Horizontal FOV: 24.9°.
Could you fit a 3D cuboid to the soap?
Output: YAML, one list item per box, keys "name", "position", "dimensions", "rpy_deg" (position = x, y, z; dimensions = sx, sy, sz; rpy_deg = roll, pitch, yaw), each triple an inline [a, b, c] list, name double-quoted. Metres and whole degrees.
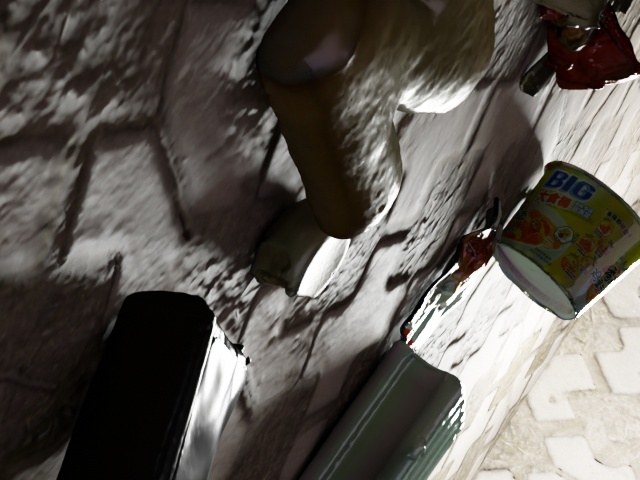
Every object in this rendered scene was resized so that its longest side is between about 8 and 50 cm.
- name: "soap"
  position: [0.047, 0.316, 1.834]
  dimensions: [0.347, 0.115, 0.208]
  rpy_deg: [-54, 162, -15]

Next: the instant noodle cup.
- name: "instant noodle cup"
  position: [0.347, 0.008, 2.054]
  dimensions: [0.153, 0.205, 0.205]
  rpy_deg: [-45, 162, -10]

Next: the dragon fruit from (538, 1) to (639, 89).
- name: "dragon fruit"
  position: [0.314, -0.242, 1.629]
  dimensions: [0.122, 0.092, 0.192]
  rpy_deg: [-62, 150, -8]

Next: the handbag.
- name: "handbag"
  position: [-0.129, 0.168, 1.068]
  dimensions: [0.223, 0.080, 0.246]
  rpy_deg: [77, 30, -73]

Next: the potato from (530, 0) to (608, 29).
- name: "potato"
  position: [0.209, -0.248, 1.292]
  dimensions: [0.061, 0.122, 0.086]
  rpy_deg: [-54, 166, -39]

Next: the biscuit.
- name: "biscuit"
  position: [0.054, -0.142, 1.083]
  dimensions: [0.237, 0.062, 0.290]
  rpy_deg: [-54, 158, -17]

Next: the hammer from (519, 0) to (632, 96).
- name: "hammer"
  position: [0.322, -0.267, 1.752]
  dimensions: [0.297, 0.027, 0.125]
  rpy_deg: [-47, 156, -35]

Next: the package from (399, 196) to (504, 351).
- name: "package"
  position: [0.176, 0.053, 1.880]
  dimensions: [0.232, 0.040, 0.166]
  rpy_deg: [-53, 163, -15]

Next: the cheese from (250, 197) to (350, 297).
- name: "cheese"
  position: [-0.003, 0.006, 1.249]
  dimensions: [0.092, 0.048, 0.171]
  rpy_deg: [-62, 164, 13]
